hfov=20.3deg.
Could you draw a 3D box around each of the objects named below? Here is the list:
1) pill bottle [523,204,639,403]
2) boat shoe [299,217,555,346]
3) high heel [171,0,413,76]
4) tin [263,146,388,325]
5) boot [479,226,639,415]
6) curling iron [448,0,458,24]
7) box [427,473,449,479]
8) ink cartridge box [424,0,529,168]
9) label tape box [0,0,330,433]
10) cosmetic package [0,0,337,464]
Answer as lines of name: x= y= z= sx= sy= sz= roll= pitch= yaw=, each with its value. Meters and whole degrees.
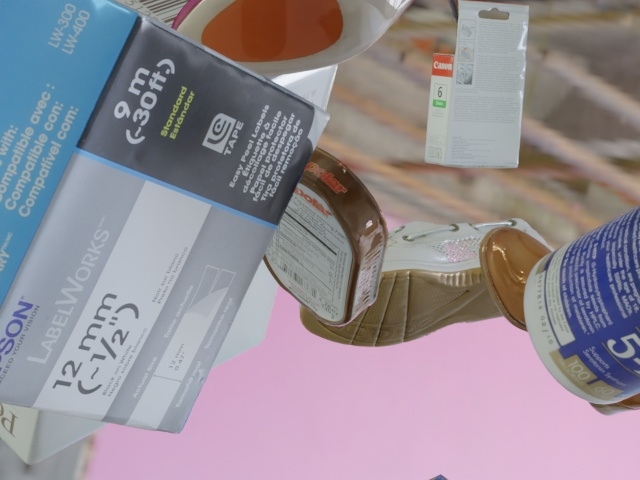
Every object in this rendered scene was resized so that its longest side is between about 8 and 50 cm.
pill bottle: x=0.231 y=0.026 z=1.147 sx=0.112 sy=0.112 sz=0.186 roll=20 pitch=-34 yaw=-31
boat shoe: x=0.093 y=0.029 z=1.683 sx=0.277 sy=0.096 sz=0.098 roll=-6 pitch=-44 yaw=-28
high heel: x=0.031 y=-0.265 z=1.610 sx=0.377 sy=0.127 sz=0.181 roll=-20 pitch=33 yaw=-5
tin: x=0.000 y=0.000 z=1.384 sx=0.106 sy=0.040 sz=0.190 roll=36 pitch=-26 yaw=16
boot: x=0.222 y=0.047 z=1.447 sx=0.197 sy=0.073 sz=0.152 roll=49 pitch=-24 yaw=4
curling iron: x=0.175 y=-0.317 z=2.199 sx=0.068 sy=0.035 sz=0.274 roll=22 pitch=-22 yaw=29
box: x=0.060 y=0.420 z=1.657 sx=0.290 sy=0.279 sz=0.177 roll=-23 pitch=17 yaw=-13
ink cartridge box: x=0.109 y=-0.109 z=1.244 sx=0.063 sy=0.115 sz=0.029 roll=0 pitch=7 yaw=-29
label tape box: x=-0.164 y=-0.027 z=1.098 sx=0.115 sy=0.249 sz=0.347 roll=28 pitch=3 yaw=29
cosmetic package: x=-0.237 y=-0.068 z=1.757 sx=0.329 sy=0.394 sz=0.327 roll=39 pitch=45 yaw=26
